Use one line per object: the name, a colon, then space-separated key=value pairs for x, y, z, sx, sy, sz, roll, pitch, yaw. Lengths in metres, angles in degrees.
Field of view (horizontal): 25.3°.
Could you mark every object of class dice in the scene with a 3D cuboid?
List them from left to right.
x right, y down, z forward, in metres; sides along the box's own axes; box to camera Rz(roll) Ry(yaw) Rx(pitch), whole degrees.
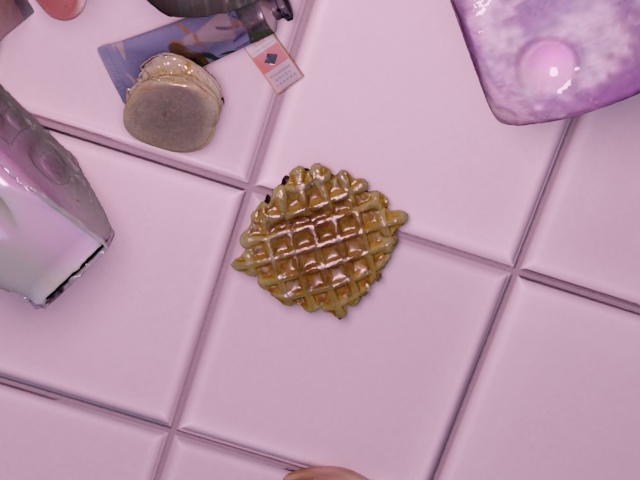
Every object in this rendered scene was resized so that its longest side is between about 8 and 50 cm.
dice: x=0.304 y=-0.314 z=1.791 sx=0.271 sy=0.270 sz=0.270 roll=-20 pitch=106 yaw=7

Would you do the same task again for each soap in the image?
soap: x=-0.474 y=-0.119 z=1.879 sx=0.156 sy=0.261 sz=0.446 roll=-42 pitch=102 yaw=10

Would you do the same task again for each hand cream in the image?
hand cream: x=-0.166 y=-0.269 z=1.934 sx=0.271 sy=0.058 sz=0.091 roll=-20 pitch=112 yaw=13

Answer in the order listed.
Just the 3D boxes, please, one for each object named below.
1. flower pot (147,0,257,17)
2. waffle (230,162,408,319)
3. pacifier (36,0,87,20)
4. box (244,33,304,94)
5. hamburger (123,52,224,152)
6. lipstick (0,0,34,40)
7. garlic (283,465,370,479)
flower pot: x=-0.126 y=-0.378 z=1.817 sx=0.243 sy=0.189 sz=0.157 roll=-32 pitch=113 yaw=-16
waffle: x=0.000 y=0.000 z=2.013 sx=0.208 sy=0.054 sz=0.214 roll=28 pitch=101 yaw=-4
pacifier: x=-0.334 y=-0.440 z=1.794 sx=0.273 sy=0.220 sz=0.332 roll=4 pitch=131 yaw=-1
box: x=-0.065 y=-0.247 z=1.957 sx=0.046 sy=0.012 sz=0.083 roll=-33 pitch=104 yaw=12
hamburger: x=-0.199 y=-0.184 z=1.935 sx=0.133 sy=0.062 sz=0.140 roll=15 pitch=136 yaw=-10
lipstick: x=-0.442 y=-0.266 z=1.771 sx=0.080 sy=0.371 sz=0.076 roll=-29 pitch=106 yaw=10
garlic: x=0.014 y=0.451 z=2.134 sx=0.228 sy=0.110 sz=0.217 roll=32 pitch=102 yaw=-8
